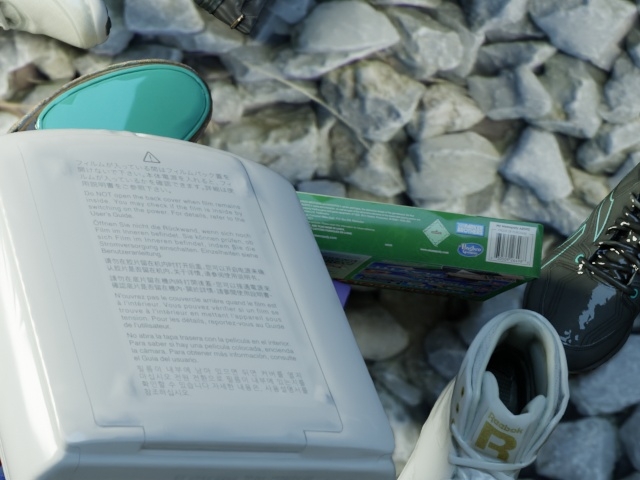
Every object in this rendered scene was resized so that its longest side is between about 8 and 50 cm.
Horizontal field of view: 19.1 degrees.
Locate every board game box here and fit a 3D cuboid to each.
[{"bbox_3d":[0.000,0.000,1.529,0.317,0.213,0.046,8,84,-6],"label":"board game box"}]

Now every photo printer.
[{"bbox_3d":[-0.109,0.049,1.267,0.256,0.107,0.307,4,44,-30],"label":"photo printer"}]

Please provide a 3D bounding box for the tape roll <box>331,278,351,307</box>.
[{"bbox_3d":[-0.043,0.110,1.460,0.080,0.189,0.189,19,56,1],"label":"tape roll"}]

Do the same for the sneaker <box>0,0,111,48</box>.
[{"bbox_3d":[-0.317,-0.233,1.694,0.292,0.110,0.118,28,64,18],"label":"sneaker"}]

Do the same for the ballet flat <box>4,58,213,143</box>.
[{"bbox_3d":[-0.233,-0.053,1.579,0.316,0.106,0.107,-31,91,-23],"label":"ballet flat"}]

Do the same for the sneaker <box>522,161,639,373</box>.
[{"bbox_3d":[0.260,-0.001,1.640,0.101,0.106,0.267,32,59,9],"label":"sneaker"}]

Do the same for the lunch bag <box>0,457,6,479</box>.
[{"bbox_3d":[-0.382,0.114,1.238,0.385,0.328,0.239,20,97,30],"label":"lunch bag"}]

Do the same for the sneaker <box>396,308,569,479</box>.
[{"bbox_3d":[0.107,0.187,1.451,0.108,0.169,0.292,20,58,1],"label":"sneaker"}]

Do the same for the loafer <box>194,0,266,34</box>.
[{"bbox_3d":[-0.048,-0.257,1.786,0.061,0.062,0.170,45,62,-7],"label":"loafer"}]
